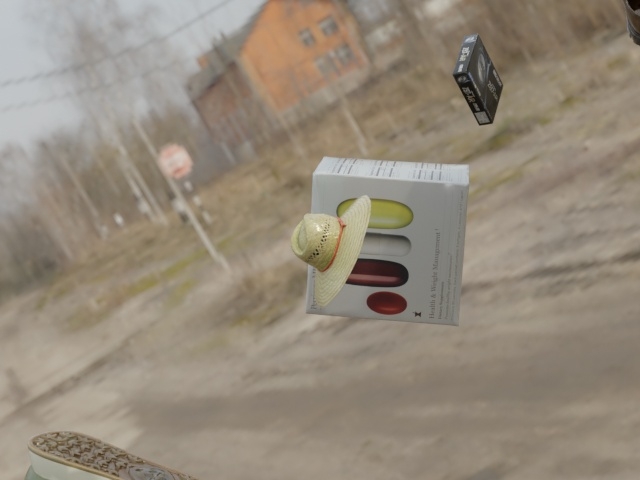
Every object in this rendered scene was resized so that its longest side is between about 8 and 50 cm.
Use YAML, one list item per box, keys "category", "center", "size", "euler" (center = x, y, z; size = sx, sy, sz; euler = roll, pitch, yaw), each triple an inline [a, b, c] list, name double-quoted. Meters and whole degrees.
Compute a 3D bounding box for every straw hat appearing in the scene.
- category: "straw hat"
  center: [0.000, 0.000, 1.597]
  size: [0.144, 0.061, 0.144]
  euler: [-58, 17, 29]

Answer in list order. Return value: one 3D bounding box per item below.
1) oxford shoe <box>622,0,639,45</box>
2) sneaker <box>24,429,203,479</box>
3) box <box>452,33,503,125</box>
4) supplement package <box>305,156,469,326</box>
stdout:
- category: "oxford shoe"
  center: [0.490, -0.420, 2.136]
  size: [0.082, 0.227, 0.096]
  euler: [-18, -26, 6]
- category: "sneaker"
  center: [-0.108, 0.192, 0.867]
  size: [0.192, 0.086, 0.064]
  euler: [20, 15, 21]
- category: "box"
  center: [0.182, -0.184, 1.584]
  size: [0.018, 0.083, 0.067]
  euler: [-7, 44, 31]
- category: "supplement package"
  center: [0.091, -0.002, 1.834]
  size: [0.203, 0.194, 0.149]
  euler: [4, 12, 6]
